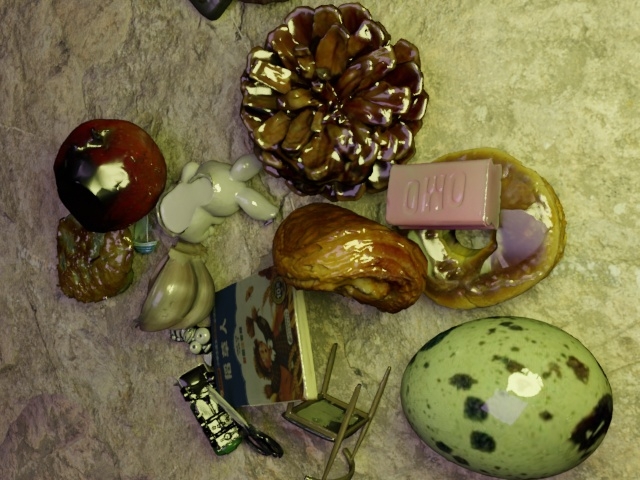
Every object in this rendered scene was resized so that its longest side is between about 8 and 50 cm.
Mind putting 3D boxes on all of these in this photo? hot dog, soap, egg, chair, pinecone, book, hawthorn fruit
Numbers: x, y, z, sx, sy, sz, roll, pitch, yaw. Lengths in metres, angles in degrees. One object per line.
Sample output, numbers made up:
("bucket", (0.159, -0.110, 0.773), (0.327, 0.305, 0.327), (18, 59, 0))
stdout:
("hot dog", (0.047, 0.030, 1.123), (0.174, 0.266, 0.387), (-68, 19, 4))
("soap", (0.223, -0.081, 1.051), (0.203, 0.065, 0.122), (1, 82, 38))
("egg", (0.325, 0.281, 1.052), (0.379, 0.287, 0.288), (0, 95, 34))
("chair", (0.023, 0.398, 1.305), (0.166, 0.188, 0.272), (19, 101, 28))
("pinecone", (0.018, -0.283, 1.151), (0.397, 0.397, 0.398), (3, 97, 30))
("book", (-0.153, 0.235, 1.355), (0.428, 0.039, 0.300), (-26, 68, 52))
("hawthorn fruit", (-0.552, -0.167, 1.508), (0.315, 0.316, 0.316), (3, 97, 30))

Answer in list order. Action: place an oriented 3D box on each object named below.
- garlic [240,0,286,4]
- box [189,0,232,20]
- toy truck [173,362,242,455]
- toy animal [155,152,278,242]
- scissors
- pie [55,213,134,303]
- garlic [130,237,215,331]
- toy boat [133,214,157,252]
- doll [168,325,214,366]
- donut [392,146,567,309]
("garlic", (-0.135, -0.633, 1.269), (0.244, 0.161, 0.245), (2, 132, 2))
("box", (-0.268, -0.740, 1.417), (0.290, 0.073, 0.289), (-43, 74, 26))
("toy truck", (-0.293, 0.456, 1.539), (0.243, 0.101, 0.125), (57, 155, 11))
("toy animal", (-0.268, -0.102, 1.441), (0.325, 0.154, 0.209), (-6, 99, 26))
("scissors", (-0.196, 0.453, 1.431), (0.109, 0.022, 0.300), (-9, 129, 38))
("pie", (-0.670, 0.038, 1.720), (0.354, 0.103, 0.288), (-24, 83, 30))
("garlic", (-0.391, 0.129, 1.487), (0.237, 0.210, 0.292), (23, 91, 38))
("toy boat", (-0.522, -0.030, 1.664), (0.105, 0.034, 0.149), (-22, 84, 29))
("doll", (-0.353, 0.256, 1.577), (0.219, 0.067, 0.091), (30, 90, 23))
("donut", (0.307, -0.016, 1.120), (0.330, 0.160, 0.330), (-4, 84, 38))
